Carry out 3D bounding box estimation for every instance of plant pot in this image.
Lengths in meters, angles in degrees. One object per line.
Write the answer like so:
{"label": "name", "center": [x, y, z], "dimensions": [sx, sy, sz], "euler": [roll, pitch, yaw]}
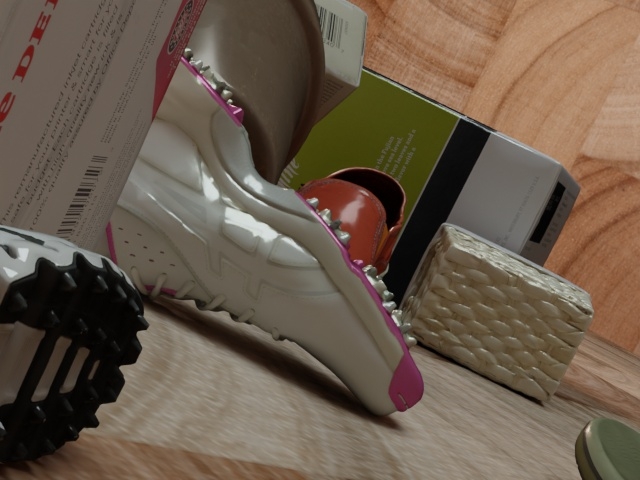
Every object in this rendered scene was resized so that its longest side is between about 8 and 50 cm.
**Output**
{"label": "plant pot", "center": [-0.113, -0.102, 1.127], "dimensions": [0.263, 0.263, 0.229], "euler": [25, 21, -19]}

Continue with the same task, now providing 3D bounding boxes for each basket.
{"label": "basket", "center": [0.169, 0.070, 1.435], "dimensions": [0.167, 0.113, 0.103], "euler": [26, 6, -3]}

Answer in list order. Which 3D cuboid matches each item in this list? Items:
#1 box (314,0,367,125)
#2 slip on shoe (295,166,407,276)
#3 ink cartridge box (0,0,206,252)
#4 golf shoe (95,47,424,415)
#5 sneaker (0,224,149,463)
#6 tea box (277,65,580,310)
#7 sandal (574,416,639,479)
{"label": "box", "center": [-0.080, -0.126, 1.370], "dimensions": [0.113, 0.094, 0.275], "euler": [27, -39, -25]}
{"label": "slip on shoe", "center": [0.000, 0.000, 1.206], "dimensions": [0.123, 0.101, 0.331], "euler": [29, 16, 9]}
{"label": "ink cartridge box", "center": [-0.159, -0.087, 0.704], "dimensions": [0.117, 0.207, 0.283], "euler": [26, 4, 6]}
{"label": "golf shoe", "center": [-0.063, 0.005, 0.939], "dimensions": [0.306, 0.140, 0.115], "euler": [49, -5, 9]}
{"label": "sneaker", "center": [-0.140, 0.015, 0.457], "dimensions": [0.106, 0.078, 0.234], "euler": [31, 8, 23]}
{"label": "tea box", "center": [0.093, -0.047, 1.680], "dimensions": [0.323, 0.220, 0.329], "euler": [28, 4, 13]}
{"label": "sandal", "center": [0.271, 0.176, 0.909], "dimensions": [0.120, 0.086, 0.303], "euler": [24, 5, -31]}
